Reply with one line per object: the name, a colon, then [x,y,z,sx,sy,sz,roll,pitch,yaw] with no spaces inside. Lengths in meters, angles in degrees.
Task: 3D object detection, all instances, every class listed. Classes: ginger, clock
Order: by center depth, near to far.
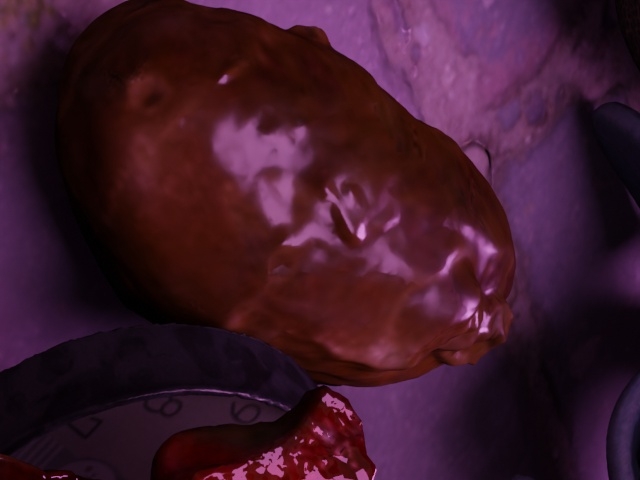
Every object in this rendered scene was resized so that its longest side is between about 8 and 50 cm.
clock: [-0.088,0.132,0.926,0.214,0.042,0.215,-13,133,-14]
ginger: [0.000,0.000,0.985,0.165,0.172,0.321,-38,142,17]

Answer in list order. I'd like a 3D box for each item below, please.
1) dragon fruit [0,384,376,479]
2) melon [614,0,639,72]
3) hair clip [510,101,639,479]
dragon fruit: [-0.144,0.157,0.815,0.329,0.286,0.228,-48,108,-13]
melon: [0.314,-0.167,1.218,0.301,0.237,0.238,-18,113,-47]
hair clip: [0.272,0.154,1.229,0.238,0.392,0.318,-48,148,-15]
